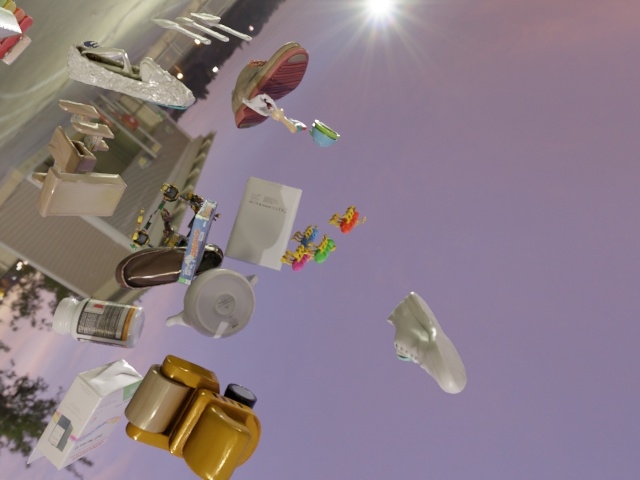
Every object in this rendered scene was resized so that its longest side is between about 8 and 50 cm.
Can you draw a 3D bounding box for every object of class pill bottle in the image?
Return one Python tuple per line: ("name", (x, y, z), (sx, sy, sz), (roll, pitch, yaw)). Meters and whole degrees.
("pill bottle", (-0.809, 0.299, 1.599), (0.162, 0.278, 0.162), (-168, -90, -81))

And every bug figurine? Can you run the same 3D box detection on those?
("bug figurine", (0.000, 0.000, 1.286), (0.279, 0.072, 0.216), (-21, -154, 49))

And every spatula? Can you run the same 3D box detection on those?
("spatula", (-0.295, -0.537, 1.092), (0.242, 0.019, 0.168), (34, -137, 31))

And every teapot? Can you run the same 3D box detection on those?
("teapot", (-0.355, 0.206, 1.493), (0.187, 0.256, 0.252), (-1, -110, 58))

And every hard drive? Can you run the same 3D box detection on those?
("hard drive", (-0.232, -0.071, 1.791), (0.047, 0.233, 0.353), (114, -10, -74))

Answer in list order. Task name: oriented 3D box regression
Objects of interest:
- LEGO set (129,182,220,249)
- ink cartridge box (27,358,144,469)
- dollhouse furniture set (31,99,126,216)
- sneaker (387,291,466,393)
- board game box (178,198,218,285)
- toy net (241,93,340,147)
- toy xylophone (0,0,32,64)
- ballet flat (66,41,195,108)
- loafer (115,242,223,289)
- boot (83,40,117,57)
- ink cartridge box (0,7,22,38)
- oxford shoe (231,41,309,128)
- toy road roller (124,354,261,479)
("LEGO set", (-0.574, -0.066, 1.686), (0.331, 0.255, 0.192), (-54, -167, -15))
("ink cartridge box", (-0.754, 0.580, 1.406), (0.353, 0.119, 0.207), (-57, 167, 8))
("dollhouse furniture set", (-0.971, -0.279, 1.649), (0.394, 0.256, 0.362), (48, -65, 22))
("sneaker", (0.174, 0.189, 0.755), (0.094, 0.080, 0.212), (-41, -151, 15))
("board game box", (-0.332, 0.003, 1.179), (0.136, 0.035, 0.201), (-92, -158, -64))
("toy net", (-0.068, -0.283, 0.991), (0.045, 0.232, 0.122), (-56, -150, 20))
("toy xylophone", (-0.989, -0.629, 1.275), (0.236, 0.081, 0.323), (-58, -169, -6))
("ballet flat", (-0.615, -0.539, 1.410), (0.147, 0.409, 0.147), (-168, -90, -80))
("loafer", (-0.496, 0.075, 1.466), (0.366, 0.134, 0.130), (-16, -174, -28))
("boot", (-0.926, -0.794, 1.813), (0.190, 0.086, 0.069), (-9, -164, 8))
("ink cartridge box", (-0.738, -0.435, 0.865), (0.171, 0.056, 0.235), (-17, -158, -8))
("oxford shoe", (-0.154, -0.415, 1.113), (0.123, 0.130, 0.348), (-20, 178, -37))
("toy road roller", (-0.303, 0.456, 1.084), (0.202, 0.329, 0.240), (-61, -159, -6))
